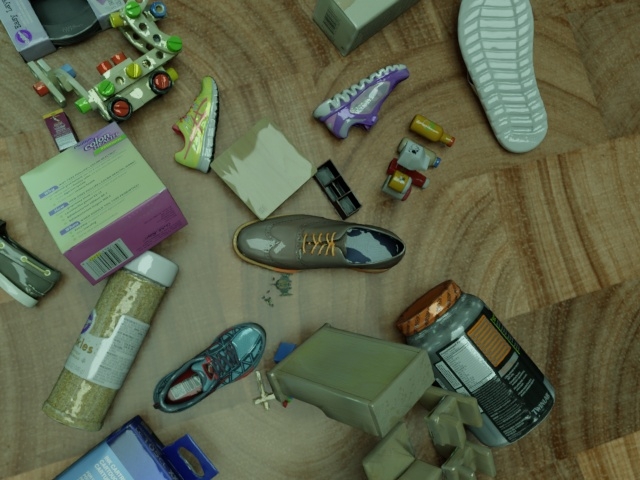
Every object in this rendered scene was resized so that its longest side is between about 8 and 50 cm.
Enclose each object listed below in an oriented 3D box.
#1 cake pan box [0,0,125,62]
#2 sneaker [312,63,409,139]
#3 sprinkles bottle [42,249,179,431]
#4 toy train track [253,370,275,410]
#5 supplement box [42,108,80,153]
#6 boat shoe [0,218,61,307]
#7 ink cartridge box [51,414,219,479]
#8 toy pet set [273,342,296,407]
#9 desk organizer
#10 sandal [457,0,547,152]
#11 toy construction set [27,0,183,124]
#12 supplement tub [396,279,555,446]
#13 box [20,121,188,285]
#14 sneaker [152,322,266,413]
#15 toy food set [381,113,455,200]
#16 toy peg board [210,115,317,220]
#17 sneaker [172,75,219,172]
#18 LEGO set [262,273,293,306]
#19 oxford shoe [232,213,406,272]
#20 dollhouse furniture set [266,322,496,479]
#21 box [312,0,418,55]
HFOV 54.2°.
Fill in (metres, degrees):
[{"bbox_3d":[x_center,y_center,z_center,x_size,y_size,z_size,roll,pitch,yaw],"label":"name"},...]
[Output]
[{"bbox_3d":[-0.572,-0.536,1.322,0.246,0.070,0.266,-27,88,-10],"label":"cake pan box"},{"bbox_3d":[0.103,-0.304,1.393,0.237,0.095,0.104,-33,95,-7],"label":"sneaker"},{"bbox_3d":[-0.405,0.185,1.223,0.121,0.121,0.355,25,79,-5],"label":"sprinkles bottle"},{"bbox_3d":[-0.121,0.314,1.307,0.048,0.014,0.083,-16,80,-4],"label":"toy train track"},{"bbox_3d":[-0.530,-0.221,1.291,0.043,0.055,0.083,-25,88,-12],"label":"supplement box"},{"bbox_3d":[-0.644,-0.003,1.219,0.305,0.109,0.091,46,77,-7],"label":"boat shoe"},{"bbox_3d":[-0.380,0.522,1.171,0.396,0.151,0.270,-38,90,-14],"label":"ink cartridge box"},{"bbox_3d":[-0.072,0.268,1.272,0.065,0.122,0.114,24,64,0],"label":"toy pet set"},{"bbox_3d":[0.035,-0.111,1.370,0.047,0.050,0.130,-34,89,-12],"label":"desk organizer"},{"bbox_3d":[0.412,-0.406,1.454,0.170,0.102,0.415,-12,97,4],"label":"sandal"},{"bbox_3d":[-0.420,-0.365,1.277,0.328,0.151,0.215,-36,108,-7],"label":"toy construction set"},{"bbox_3d":[0.313,0.248,1.295,0.194,0.193,0.316,-39,89,-12],"label":"supplement tub"},{"bbox_3d":[-0.416,-0.076,1.203,0.214,0.117,0.243,-35,56,-12],"label":"box"},{"bbox_3d":[-0.211,0.261,1.241,0.262,0.125,0.104,-37,90,-12],"label":"sneaker"},{"bbox_3d":[0.213,-0.161,1.367,0.105,0.111,0.232,27,48,-5],"label":"toy food set"},{"bbox_3d":[-0.121,-0.148,1.339,0.161,0.079,0.161,-43,90,-7],"label":"toy peg board"},{"bbox_3d":[-0.265,-0.252,1.326,0.094,0.081,0.208,7,82,-6],"label":"sneaker"},{"bbox_3d":[-0.088,0.102,1.340,0.083,0.023,0.054,-31,86,1],"label":"LEGO set"},{"bbox_3d":[0.000,0.000,1.307,0.364,0.133,0.129,1,83,-9],"label":"oxford shoe"},{"bbox_3d":[0.097,0.384,1.177,0.362,0.257,0.393,-36,118,-36],"label":"dollhouse furniture set"},{"bbox_3d":[0.145,-0.570,1.403,0.311,0.148,0.121,-40,90,-13],"label":"box"}]
